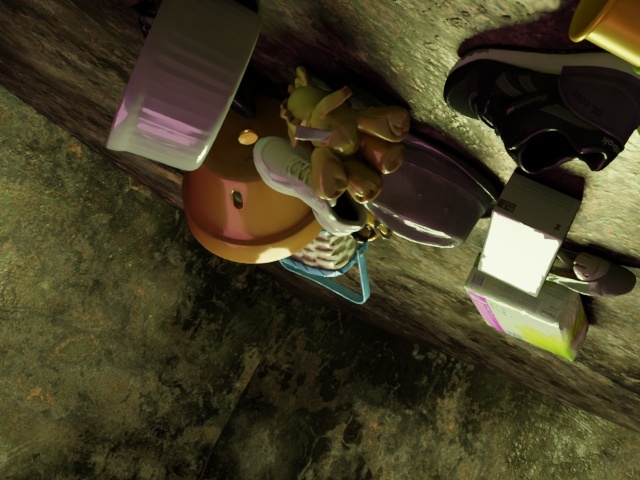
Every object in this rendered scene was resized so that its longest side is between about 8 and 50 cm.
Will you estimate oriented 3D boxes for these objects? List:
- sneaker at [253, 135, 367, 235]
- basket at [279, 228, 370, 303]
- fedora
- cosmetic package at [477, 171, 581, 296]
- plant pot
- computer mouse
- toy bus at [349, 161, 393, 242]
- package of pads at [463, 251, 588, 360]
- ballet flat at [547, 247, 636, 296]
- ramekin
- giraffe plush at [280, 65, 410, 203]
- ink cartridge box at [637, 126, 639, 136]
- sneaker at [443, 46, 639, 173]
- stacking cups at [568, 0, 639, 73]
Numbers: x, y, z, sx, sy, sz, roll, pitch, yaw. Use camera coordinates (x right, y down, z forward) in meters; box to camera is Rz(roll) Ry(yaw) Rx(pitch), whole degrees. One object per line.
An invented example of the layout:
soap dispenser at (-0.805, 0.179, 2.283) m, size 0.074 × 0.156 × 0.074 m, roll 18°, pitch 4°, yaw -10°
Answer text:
sneaker at (-0.006, -0.097, 1.400) m, size 0.232 × 0.090 × 0.115 m, roll 36°, pitch 168°, yaw -17°
basket at (0.000, 0.000, 1.914) m, size 0.255 × 0.201 × 0.289 m, roll 24°, pitch 138°, yaw 25°
fedora at (0.164, -0.075, 1.436) m, size 0.275 × 0.124 × 0.244 m, roll 30°, pitch 169°, yaw -11°
cosmetic package at (0.332, -0.005, 1.367) m, size 0.117 × 0.085 × 0.231 m, roll 26°, pitch 158°, yaw 14°
plant pot at (-0.124, -0.133, 1.567) m, size 0.291 × 0.291 × 0.203 m, roll 25°, pitch 152°, yaw 17°
computer mouse at (-0.202, -0.316, 1.417) m, size 0.262 × 0.060 × 0.184 m, roll 39°, pitch 175°, yaw 6°
toy bus at (0.085, -0.051, 1.588) m, size 0.202 × 0.104 × 0.191 m, roll -5°, pitch -124°, yaw -54°
package of pads at (0.454, 0.150, 1.828) m, size 0.229 × 0.101 × 0.296 m, roll 23°, pitch 169°, yaw 30°
ballet flat at (0.439, 0.047, 1.470) m, size 0.213 × 0.072 × 0.068 m, roll 14°, pitch 152°, yaw 49°
ramekin at (-0.192, -0.235, 1.212) m, size 0.135 × 0.277 × 0.277 m, roll 22°, pitch 171°, yaw -13°
giraffe plush at (0.011, -0.175, 1.314) m, size 0.210 × 0.181 × 0.170 m, roll 23°, pitch -164°, yaw -38°
ink cartridge box at (0.455, -0.064, 0.872) m, size 0.255 × 0.097 × 0.189 m, roll 63°, pitch 168°, yaw 0°
sneaker at (0.225, -0.142, 0.957) m, size 0.107 × 0.124 × 0.283 m, roll 35°, pitch 167°, yaw -32°
stacking cups at (0.368, -0.133, 0.711) m, size 0.316 × 0.096 × 0.096 m, roll 29°, pitch 169°, yaw -5°
